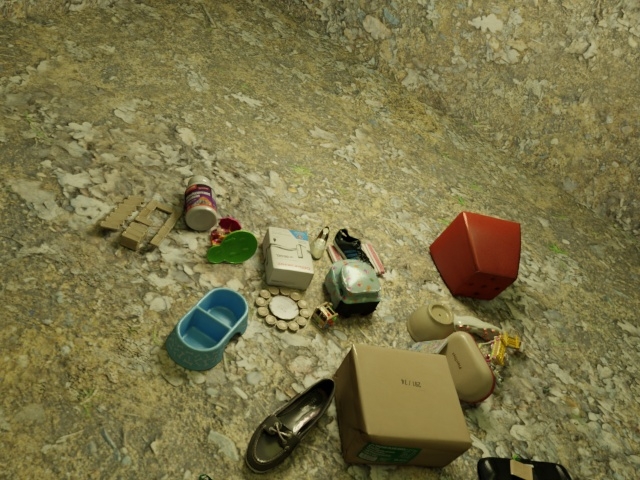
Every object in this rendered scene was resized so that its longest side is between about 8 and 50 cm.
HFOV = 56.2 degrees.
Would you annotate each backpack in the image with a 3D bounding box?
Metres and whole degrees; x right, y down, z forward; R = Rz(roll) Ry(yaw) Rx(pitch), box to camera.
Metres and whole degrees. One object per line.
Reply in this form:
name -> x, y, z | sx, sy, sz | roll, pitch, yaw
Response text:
backpack -> 0.107, 0.148, 2.028 | 0.166, 0.144, 0.188 | -4, 44, -25

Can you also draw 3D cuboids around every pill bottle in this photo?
pill bottle -> -0.418, -0.135, 2.085 | 0.108, 0.108, 0.193 | 7, 42, -22

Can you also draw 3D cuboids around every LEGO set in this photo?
LEGO set -> 0.613, 0.388, 2.094 | 0.287, 0.107, 0.132 | -29, 98, -51

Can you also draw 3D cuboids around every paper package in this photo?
paper package -> 0.224, 0.471, 1.707 | 0.325, 0.168, 0.309 | 11, 41, -19

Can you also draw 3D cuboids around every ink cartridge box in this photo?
ink cartridge box -> -0.112, 0.059, 2.050 | 0.148, 0.085, 0.203 | 9, 41, -20

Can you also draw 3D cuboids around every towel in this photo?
towel -> 0.130, 0.074, 2.215 | 0.197, 0.029, 0.144 | -1, 45, -26

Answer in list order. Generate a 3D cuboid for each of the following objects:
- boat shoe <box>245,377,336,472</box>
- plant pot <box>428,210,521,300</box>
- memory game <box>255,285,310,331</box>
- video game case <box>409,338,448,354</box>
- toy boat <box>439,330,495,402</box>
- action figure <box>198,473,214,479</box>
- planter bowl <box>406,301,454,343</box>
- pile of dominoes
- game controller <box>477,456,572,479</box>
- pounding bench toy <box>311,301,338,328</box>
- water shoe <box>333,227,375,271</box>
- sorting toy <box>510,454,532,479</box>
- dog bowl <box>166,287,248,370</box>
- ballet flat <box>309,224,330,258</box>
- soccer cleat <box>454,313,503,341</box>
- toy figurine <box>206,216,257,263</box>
boat shoe -> -0.073, 0.475, 1.596 | 0.112, 0.095, 0.335 | 39, 41, 16
plant pot -> 0.609, 0.078, 2.301 | 0.267, 0.267, 0.235 | 10, 53, -18
memory game -> -0.121, 0.217, 1.926 | 0.186, 0.012, 0.186 | 15, 40, -13
video game case -> 0.346, 0.352, 1.955 | 0.087, 0.122, 0.011 | -34, 103, -47
toy boat -> 0.481, 0.419, 1.951 | 0.151, 0.151, 0.231 | 31, 27, -44
action figure -> -0.211, 0.632, 1.377 | 0.137, 0.063, 0.232 | -24, 56, -40
planter bowl -> 0.392, 0.281, 2.056 | 0.162, 0.109, 0.162 | 16, 40, -14
pile of dominoes -> -0.591, -0.058, 1.980 | 0.196, 0.040, 0.251 | 22, 31, -3
game controller -> 0.610, 0.712, 1.742 | 0.319, 0.067, 0.166 | 12, 26, -17
pounding bench toy -> 0.026, 0.241, 1.947 | 0.083, 0.052, 0.065 | -23, 59, -43
water shoe -> 0.123, 0.040, 2.163 | 0.203, 0.080, 0.073 | 43, 45, 22
sorting toy -> 0.580, 0.657, 1.736 | 0.062, 0.012, 0.083 | 17, 28, 7
dog bowl -> -0.317, 0.245, 1.740 | 0.166, 0.074, 0.297 | 32, 40, 7
ballet flat -> 0.000, 0.000, 2.203 | 0.057, 0.052, 0.168 | 24, 39, -3
soccer cleat -> 0.566, 0.309, 2.156 | 0.196, 0.068, 0.076 | 14, 37, -10
toy figurine -> -0.318, -0.011, 2.025 | 0.173, 0.130, 0.159 | -20, 39, -13
